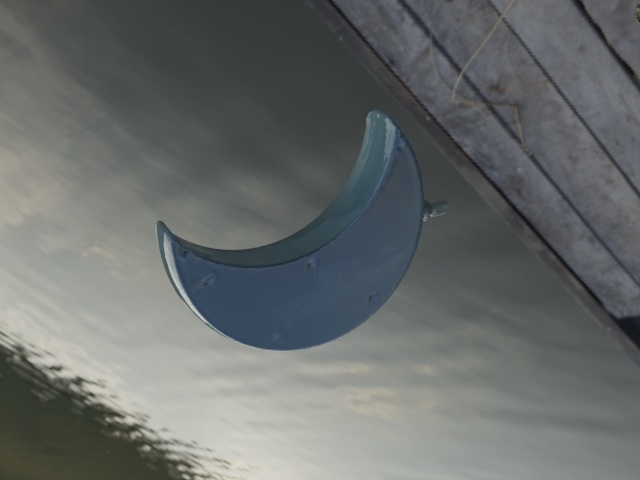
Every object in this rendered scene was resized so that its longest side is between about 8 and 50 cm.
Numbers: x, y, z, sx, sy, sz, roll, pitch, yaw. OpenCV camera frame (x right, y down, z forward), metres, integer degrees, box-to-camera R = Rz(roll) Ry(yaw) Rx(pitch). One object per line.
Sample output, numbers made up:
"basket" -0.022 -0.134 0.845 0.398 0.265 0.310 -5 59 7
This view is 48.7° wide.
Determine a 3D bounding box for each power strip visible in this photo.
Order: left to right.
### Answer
"power strip" 0.000 0.000 0.593 0.054 0.253 0.168 34 147 57

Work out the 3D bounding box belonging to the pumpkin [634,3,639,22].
"pumpkin" 0.477 -0.330 1.010 0.054 0.083 0.074 -15 121 32
